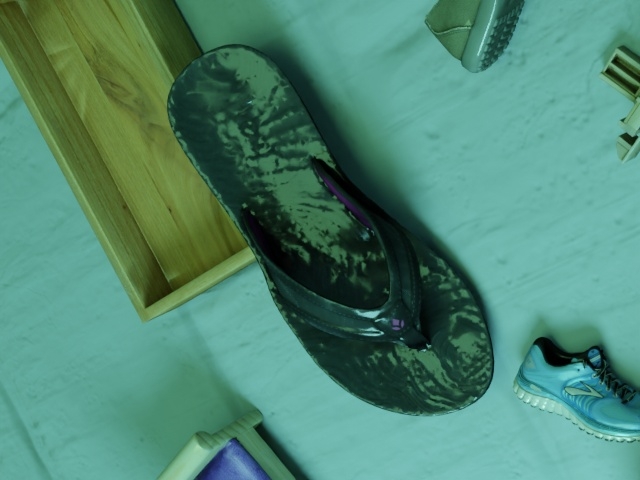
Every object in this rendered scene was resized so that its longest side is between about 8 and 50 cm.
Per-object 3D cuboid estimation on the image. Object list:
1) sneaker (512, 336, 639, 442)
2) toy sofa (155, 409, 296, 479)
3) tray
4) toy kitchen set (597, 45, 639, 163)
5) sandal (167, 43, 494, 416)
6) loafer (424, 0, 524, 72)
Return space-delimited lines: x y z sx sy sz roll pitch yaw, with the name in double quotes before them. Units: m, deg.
"sneaker" 0.262 0.140 1.543 0.162 0.063 0.073 21 112 27
"toy sofa" -0.044 0.378 1.748 0.362 0.177 0.150 49 125 13
"tray" -0.205 -0.138 1.759 0.203 0.076 0.411 -31 86 36
"toy kitchen set" 0.268 -0.120 1.445 0.075 0.083 0.068 40 122 17
"sandal" -0.003 0.000 1.600 0.167 0.107 0.446 -40 85 6
"loafer" 0.154 -0.276 1.466 0.087 0.094 0.251 29 119 18
